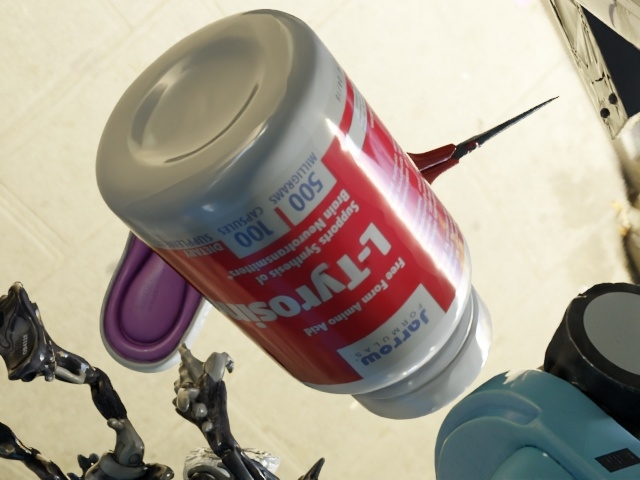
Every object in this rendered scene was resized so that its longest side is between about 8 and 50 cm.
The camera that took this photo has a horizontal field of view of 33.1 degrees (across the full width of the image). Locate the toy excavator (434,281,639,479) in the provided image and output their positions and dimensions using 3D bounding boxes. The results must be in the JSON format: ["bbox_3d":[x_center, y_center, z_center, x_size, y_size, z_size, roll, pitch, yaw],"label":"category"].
[{"bbox_3d":[0.180,0.298,0.671,0.445,0.433,0.222,-29,148,-34],"label":"toy excavator"}]

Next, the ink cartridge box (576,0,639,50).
[{"bbox_3d":[0.313,-0.263,1.004,0.114,0.273,0.198,-49,169,6],"label":"ink cartridge box"}]

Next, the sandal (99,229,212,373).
[{"bbox_3d":[-0.163,-0.046,1.296,0.102,0.170,0.416,65,34,-77],"label":"sandal"}]

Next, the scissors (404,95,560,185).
[{"bbox_3d":[0.191,-0.118,1.480,0.297,0.021,0.109,-21,139,-8],"label":"scissors"}]

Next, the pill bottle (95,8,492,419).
[{"bbox_3d":[0.000,0.000,1.012,0.229,0.229,0.407,-46,130,-4],"label":"pill bottle"}]

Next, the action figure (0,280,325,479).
[{"bbox_3d":[-0.109,0.138,0.667,0.164,0.141,0.276,-45,112,7],"label":"action figure"}]

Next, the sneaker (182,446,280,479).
[{"bbox_3d":[-0.126,0.356,1.536,0.232,0.090,0.115,25,73,-64],"label":"sneaker"}]

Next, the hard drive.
[{"bbox_3d":[0.336,-0.257,1.319,0.054,0.254,0.172,-22,172,5],"label":"hard drive"}]
